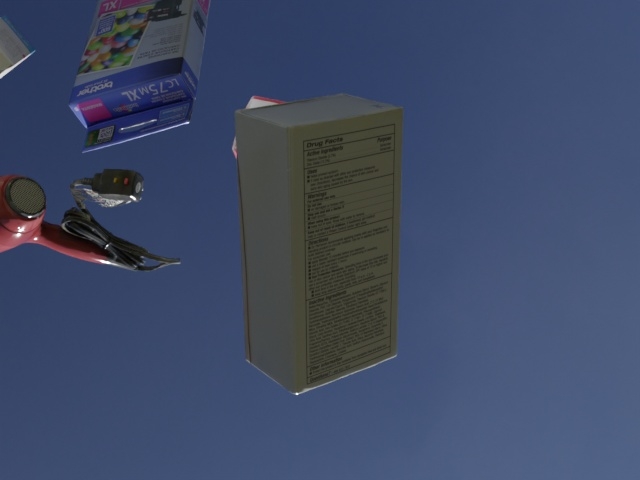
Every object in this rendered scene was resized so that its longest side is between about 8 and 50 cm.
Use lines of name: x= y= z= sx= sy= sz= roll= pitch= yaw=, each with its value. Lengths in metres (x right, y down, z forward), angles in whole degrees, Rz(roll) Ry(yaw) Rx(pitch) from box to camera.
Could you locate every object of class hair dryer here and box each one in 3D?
hair dryer: x=-0.336 y=0.001 z=1.051 sx=0.294 sy=0.223 sz=0.080 roll=0 pitch=-125 yaw=5

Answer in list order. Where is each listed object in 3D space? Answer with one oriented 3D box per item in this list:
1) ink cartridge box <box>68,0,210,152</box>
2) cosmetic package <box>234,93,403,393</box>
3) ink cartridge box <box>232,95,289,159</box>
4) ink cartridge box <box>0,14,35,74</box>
ink cartridge box: x=-0.274 y=-0.280 z=1.300 sx=0.186 sy=0.065 sz=0.311 roll=-12 pitch=-129 yaw=15
cosmetic package: x=0.000 y=0.000 z=0.973 sx=0.160 sy=0.113 sz=0.309 roll=-14 pitch=-66 yaw=-34
ink cartridge box: x=-0.023 y=-0.125 z=1.538 sx=0.207 sy=0.283 sz=0.117 roll=12 pitch=-110 yaw=11
ink cartridge box: x=-0.423 y=-0.214 z=1.036 sx=0.104 sy=0.181 sz=0.061 roll=-35 pitch=-69 yaw=5
